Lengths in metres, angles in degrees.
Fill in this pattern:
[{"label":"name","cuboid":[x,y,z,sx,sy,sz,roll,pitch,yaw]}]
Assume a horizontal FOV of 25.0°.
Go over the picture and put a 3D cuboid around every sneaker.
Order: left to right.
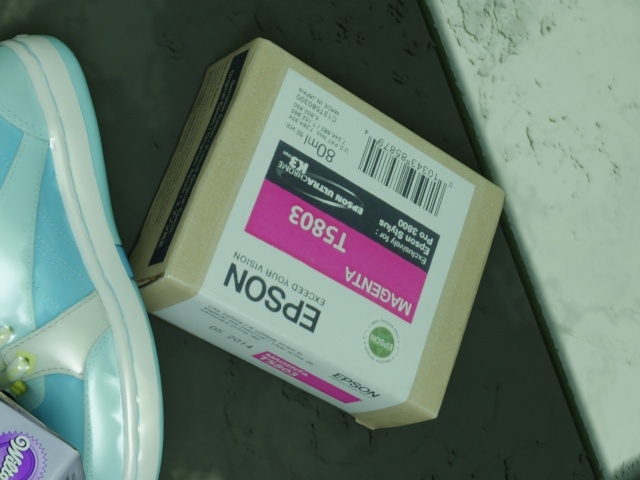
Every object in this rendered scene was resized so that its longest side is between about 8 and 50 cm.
[{"label":"sneaker","cuboid":[-0.224,0.034,0.869,0.208,0.127,0.319,-8,75,-34]}]

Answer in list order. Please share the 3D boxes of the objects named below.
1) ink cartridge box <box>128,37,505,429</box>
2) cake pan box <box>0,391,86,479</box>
[{"label":"ink cartridge box","cuboid":[0.000,0.000,1.030,0.234,0.088,0.193,29,66,-24]},{"label":"cake pan box","cuboid":[-0.214,0.237,0.768,0.070,0.267,0.246,32,61,13]}]
